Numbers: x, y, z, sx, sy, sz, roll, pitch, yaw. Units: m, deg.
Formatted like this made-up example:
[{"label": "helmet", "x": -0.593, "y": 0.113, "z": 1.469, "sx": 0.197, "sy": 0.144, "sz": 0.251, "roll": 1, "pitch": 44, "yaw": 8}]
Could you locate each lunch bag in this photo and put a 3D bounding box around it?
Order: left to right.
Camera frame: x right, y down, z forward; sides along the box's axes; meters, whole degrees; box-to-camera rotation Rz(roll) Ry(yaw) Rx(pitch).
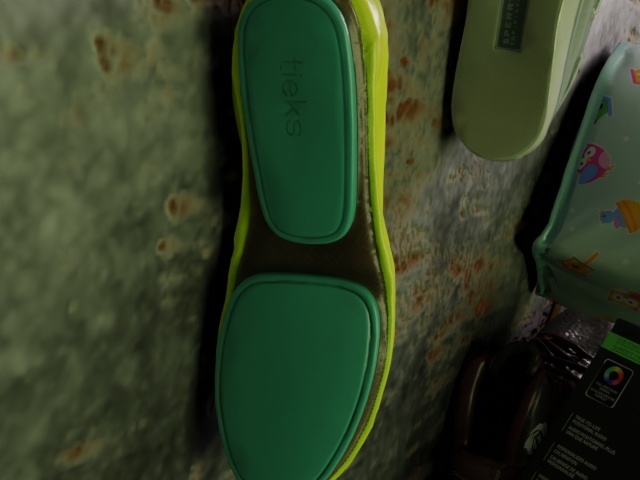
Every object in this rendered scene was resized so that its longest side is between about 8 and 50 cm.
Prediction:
[{"label": "lunch bag", "x": 0.331, "y": -0.049, "z": 0.757, "sx": 0.262, "sy": 0.223, "sz": 0.160, "roll": -64, "pitch": 156, "yaw": -20}]

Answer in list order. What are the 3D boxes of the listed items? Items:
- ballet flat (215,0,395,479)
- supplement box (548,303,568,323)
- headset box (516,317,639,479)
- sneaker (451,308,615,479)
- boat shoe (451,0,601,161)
[{"label": "ballet flat", "x": 0.000, "y": 0.000, "z": 0.369, "sx": 0.077, "sy": 0.077, "sz": 0.230, "roll": -49, "pitch": 145, "yaw": -65}, {"label": "supplement box", "x": 0.268, "y": 0.127, "z": 0.892, "sx": 0.233, "sy": 0.080, "sz": 0.078, "roll": -63, "pitch": 151, "yaw": -14}, {"label": "headset box", "x": 0.273, "y": 0.223, "z": 0.607, "sx": 0.131, "sy": 0.246, "sz": 0.283, "roll": 40, "pitch": 82, "yaw": -40}, {"label": "sneaker", "x": 0.197, "y": 0.118, "z": 0.739, "sx": 0.281, "sy": 0.106, "sz": 0.162, "roll": -50, "pitch": 141, "yaw": -35}, {"label": "boat shoe", "x": 0.129, "y": -0.162, "z": 0.510, "sx": 0.081, "sy": 0.079, "sz": 0.227, "roll": -38, "pitch": 141, "yaw": -60}]
